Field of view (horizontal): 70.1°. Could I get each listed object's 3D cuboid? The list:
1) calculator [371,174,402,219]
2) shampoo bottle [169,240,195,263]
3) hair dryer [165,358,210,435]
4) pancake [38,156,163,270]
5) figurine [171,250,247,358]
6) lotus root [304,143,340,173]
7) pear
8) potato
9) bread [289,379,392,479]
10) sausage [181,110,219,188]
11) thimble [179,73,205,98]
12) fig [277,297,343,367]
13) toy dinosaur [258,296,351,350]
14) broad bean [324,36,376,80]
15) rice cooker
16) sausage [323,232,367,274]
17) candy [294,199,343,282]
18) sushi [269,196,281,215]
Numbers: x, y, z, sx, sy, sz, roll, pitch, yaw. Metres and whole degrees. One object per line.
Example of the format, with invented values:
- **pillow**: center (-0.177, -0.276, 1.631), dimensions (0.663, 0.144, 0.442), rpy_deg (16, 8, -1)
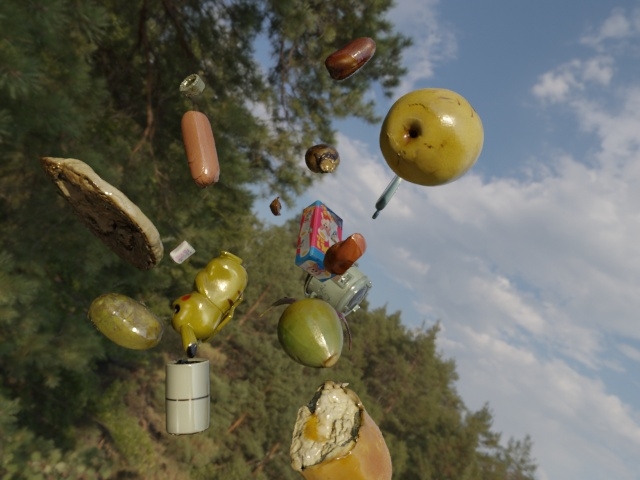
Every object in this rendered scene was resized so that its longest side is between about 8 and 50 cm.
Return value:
- **calculator**: center (0.329, -0.233, 2.174), dimensions (0.042, 0.302, 0.188), rpy_deg (35, -1, -2)
- **shampoo bottle**: center (-0.590, 0.055, 1.932), dimensions (0.043, 0.099, 0.072), rpy_deg (43, -10, 36)
- **hair dryer**: center (-0.416, 0.469, 1.458), dimensions (0.128, 0.203, 0.362), rpy_deg (-1, -6, -13)
- **pancake**: center (-0.557, -0.071, 1.181), dimensions (0.387, 0.082, 0.386), rpy_deg (26, -31, 16)
- **figurine**: center (-0.347, 0.198, 1.405), dimensions (0.169, 0.326, 0.218), rpy_deg (37, -24, -1)
- **lotus root**: center (0.004, -0.409, 2.268), dimensions (0.314, 0.170, 0.141), rpy_deg (-125, -148, -69)
- **pear**: center (0.374, -0.349, 1.556), dimensions (0.349, 0.348, 0.348), rpy_deg (34, -15, 10)
- **potato**: center (-0.613, 0.260, 1.448), dimensions (0.251, 0.149, 0.113), rpy_deg (35, -46, -10)
- **bread**: center (0.107, 0.741, 1.619), dimensions (0.250, 0.361, 0.394), rpy_deg (-24, -68, 23)
- **sausage**: center (-0.473, -0.353, 1.796), dimensions (0.121, 0.121, 0.303), rpy_deg (114, -36, -75)
- **thimble**: center (-0.583, -0.695, 2.065), dimensions (0.084, 0.110, 0.062), rpy_deg (40, -6, 36)
- **fig**: center (-0.028, 0.299, 1.418), dimensions (0.207, 0.207, 0.229), rpy_deg (72, -3, -65)
- **toy dinosaur**: center (-0.048, 0.291, 1.672), dimensions (0.328, 0.112, 0.207), rpy_deg (13, 10, -30)
- **broad bean**: center (0.093, -0.552, 1.372), dimensions (0.114, 0.165, 0.084), rpy_deg (32, -18, 33)
- **rice cooker**: center (0.069, 0.198, 2.142), dimensions (0.317, 0.316, 0.264), rpy_deg (32, -21, 19)
- **sausage**: center (0.069, 0.039, 1.264), dimensions (0.089, 0.089, 0.179), rpy_deg (38, -37, -5)
- **candy**: center (-0.001, 0.000, 1.812), dimensions (0.100, 0.305, 0.157), rpy_deg (-31, -53, 32)
- **sushi**: center (-0.191, -0.147, 1.960), dimensions (0.050, 0.047, 0.099), rpy_deg (33, -36, 19)
